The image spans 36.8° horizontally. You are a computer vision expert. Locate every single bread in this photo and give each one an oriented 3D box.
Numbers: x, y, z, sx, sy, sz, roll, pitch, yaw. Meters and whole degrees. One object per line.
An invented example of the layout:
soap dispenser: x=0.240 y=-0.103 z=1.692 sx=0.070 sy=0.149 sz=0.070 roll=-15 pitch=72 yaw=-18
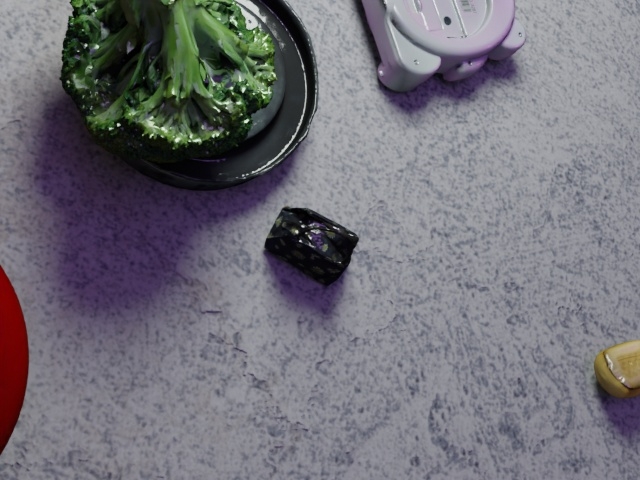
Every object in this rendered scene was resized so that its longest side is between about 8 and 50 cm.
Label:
bread: x=0.451 y=0.194 z=1.418 sx=0.115 sy=0.056 sz=0.082 roll=-13 pitch=60 yaw=-39

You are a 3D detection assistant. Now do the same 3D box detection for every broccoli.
broccoli: x=-0.181 y=-0.214 z=1.126 sx=0.261 sy=0.242 sz=0.269 roll=8 pitch=42 yaw=0

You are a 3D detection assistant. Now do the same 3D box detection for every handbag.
handbag: x=0.000 y=0.000 z=1.251 sx=0.115 sy=0.139 sz=0.072 roll=31 pitch=75 yaw=-12

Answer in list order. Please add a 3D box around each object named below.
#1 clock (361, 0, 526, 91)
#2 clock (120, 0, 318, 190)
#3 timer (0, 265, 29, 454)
clock: x=0.179 y=-0.350 z=1.445 sx=0.247 sy=0.090 sz=0.228 roll=-14 pitch=81 yaw=-26
clock: x=-0.160 y=-0.222 z=1.289 sx=0.325 sy=0.067 sz=0.325 roll=6 pitch=73 yaw=-20
timer: x=-0.486 y=0.123 z=0.956 sx=0.377 sy=0.279 sz=0.378 roll=7 pitch=71 yaw=-19
